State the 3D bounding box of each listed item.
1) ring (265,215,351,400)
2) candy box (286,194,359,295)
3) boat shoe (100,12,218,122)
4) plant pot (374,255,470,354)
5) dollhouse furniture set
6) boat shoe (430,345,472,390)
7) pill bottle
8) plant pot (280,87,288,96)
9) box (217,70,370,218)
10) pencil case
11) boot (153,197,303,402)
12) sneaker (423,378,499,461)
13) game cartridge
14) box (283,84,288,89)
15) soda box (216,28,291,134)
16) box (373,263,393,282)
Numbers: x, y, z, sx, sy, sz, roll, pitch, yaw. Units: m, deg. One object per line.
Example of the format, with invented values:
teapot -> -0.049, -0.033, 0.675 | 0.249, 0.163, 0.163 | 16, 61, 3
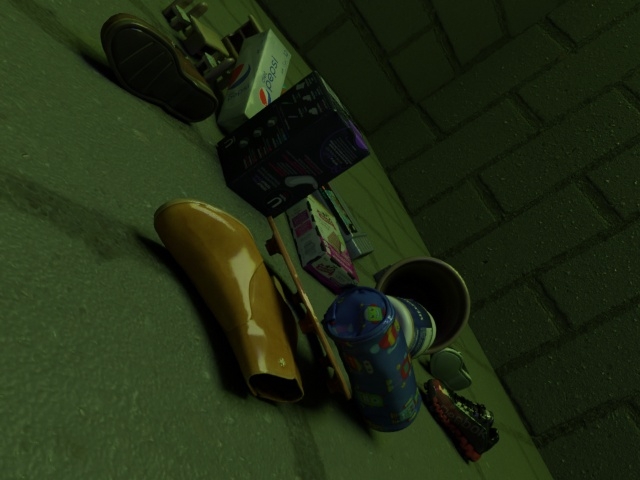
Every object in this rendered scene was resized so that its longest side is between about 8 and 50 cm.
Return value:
ring -> -0.029, 0.116, 0.959 | 0.336, 0.032, 0.336 | 156, -90, -85
candy box -> 0.000, 0.000, 1.384 | 0.159, 0.071, 0.233 | 41, 21, -45
boat shoe -> -0.303, -0.320, 1.028 | 0.104, 0.111, 0.307 | 58, 4, 19
plant pot -> 0.266, 0.179, 1.597 | 0.263, 0.263, 0.229 | 58, -3, 4
dollhouse furniture set -> -0.253, -0.536, 1.499 | 0.212, 0.161, 0.242 | 59, 15, 5
boat shoe -> 0.409, 0.396, 1.828 | 0.302, 0.114, 0.091 | 59, 9, -48
pill bottle -> 0.179, 0.211, 1.334 | 0.265, 0.153, 0.153 | 19, 41, -62
plant pot -> -0.088, -0.341, 1.612 | 0.188, 0.205, 0.205 | 48, 6, 40
box -> -0.059, -0.198, 1.204 | 0.165, 0.270, 0.143 | 40, 22, -49
pencil case -> 0.093, 0.216, 1.003 | 0.119, 0.133, 0.306 | -67, 147, -42
boot -> -0.111, 0.091, 0.772 | 0.295, 0.104, 0.211 | 49, 16, -43
sneaker -> 0.394, 0.475, 1.548 | 0.276, 0.135, 0.097 | 53, 17, -10
game cartridge -> 0.045, -0.103, 1.778 | 0.355, 0.068, 0.230 | 59, 10, 6
box -> -0.202, -0.515, 1.746 | 0.244, 0.100, 0.060 | 49, 16, -32
soda box -> -0.159, -0.378, 1.384 | 0.098, 0.091, 0.286 | 42, 49, -45
box -> 0.313, 0.235, 1.896 | 0.307, 0.076, 0.242 | 35, 26, -55
